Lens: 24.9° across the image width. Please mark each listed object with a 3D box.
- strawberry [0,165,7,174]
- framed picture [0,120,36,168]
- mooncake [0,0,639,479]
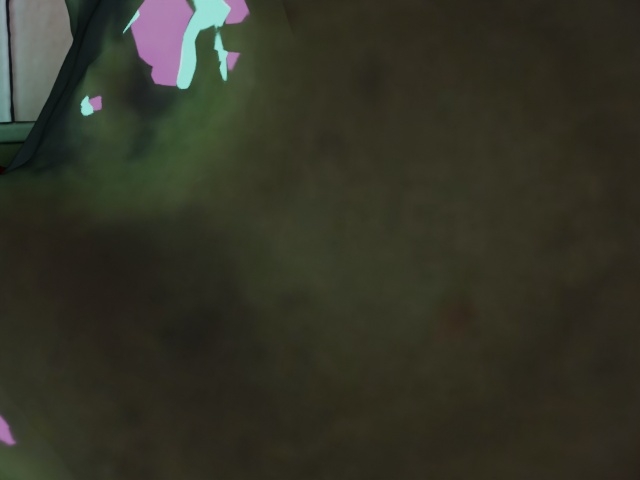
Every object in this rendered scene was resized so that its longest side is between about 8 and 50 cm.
[{"bbox_3d":[-0.236,0.088,0.775,0.291,0.310,0.292,-1,82,7],"label":"strawberry"},{"bbox_3d":[-0.141,0.088,0.857,0.240,0.020,0.324,-1,98,31],"label":"framed picture"},{"bbox_3d":[0.000,0.000,0.594,0.351,0.187,0.351,1,88,-13],"label":"mooncake"}]
